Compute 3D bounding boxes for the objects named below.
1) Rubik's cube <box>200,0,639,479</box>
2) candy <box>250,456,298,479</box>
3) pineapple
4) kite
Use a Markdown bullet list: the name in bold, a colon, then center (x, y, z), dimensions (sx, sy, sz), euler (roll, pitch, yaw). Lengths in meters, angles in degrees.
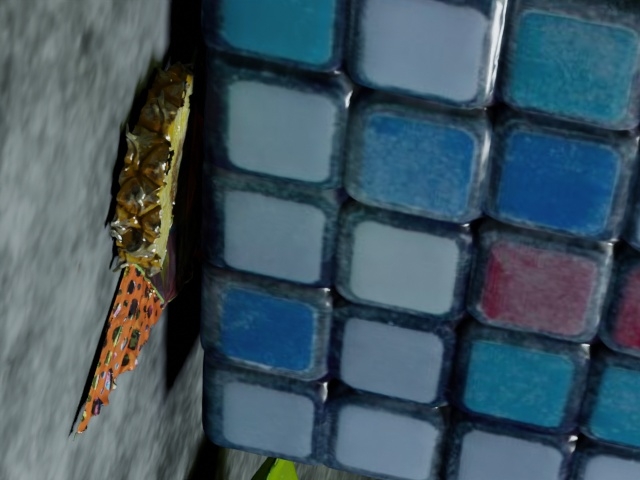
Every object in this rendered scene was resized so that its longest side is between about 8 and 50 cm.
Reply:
- **Rubik's cube**: center (0.117, -0.071, 0.795), dimensions (0.293, 0.292, 0.287), euler (-73, 171, -47)
- **candy**: center (-0.042, 0.216, 0.975), dimensions (0.246, 0.069, 0.149), euler (93, 12, -51)
- **pineapple**: center (-0.063, -0.026, 0.660), dimensions (0.045, 0.019, 0.083), euler (-57, 159, -83)
- **kite**: center (-0.057, -0.024, 0.736), dimensions (0.222, 0.008, 0.125), euler (-60, 159, -59)
